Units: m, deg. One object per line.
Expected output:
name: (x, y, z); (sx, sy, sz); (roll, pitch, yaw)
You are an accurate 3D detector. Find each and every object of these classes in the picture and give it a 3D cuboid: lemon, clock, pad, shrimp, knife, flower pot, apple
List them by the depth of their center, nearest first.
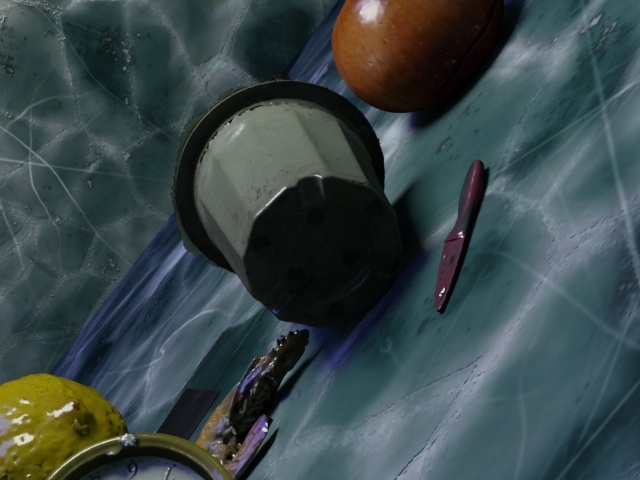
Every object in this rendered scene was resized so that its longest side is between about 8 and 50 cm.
clock: (-0.193, 0.311, 1.215); (0.057, 0.237, 0.237); (86, -154, -50)
knife: (0.146, -0.009, 1.255); (0.035, 0.018, 0.247); (-36, 21, 41)
shrimp: (-0.084, 0.213, 1.389); (0.251, 0.052, 0.143); (-59, 24, 2)
flower pot: (-0.026, -0.028, 1.420); (0.290, 0.290, 0.259); (-49, 27, 10)
apple: (0.133, -0.313, 1.695); (0.272, 0.206, 0.251); (-58, 12, -19)
lemon: (-0.417, 0.337, 1.700); (0.322, 0.268, 0.268); (-40, 18, 32)
pad: (-0.206, 0.267, 1.729); (0.116, 0.004, 0.193); (-55, 13, -17)
